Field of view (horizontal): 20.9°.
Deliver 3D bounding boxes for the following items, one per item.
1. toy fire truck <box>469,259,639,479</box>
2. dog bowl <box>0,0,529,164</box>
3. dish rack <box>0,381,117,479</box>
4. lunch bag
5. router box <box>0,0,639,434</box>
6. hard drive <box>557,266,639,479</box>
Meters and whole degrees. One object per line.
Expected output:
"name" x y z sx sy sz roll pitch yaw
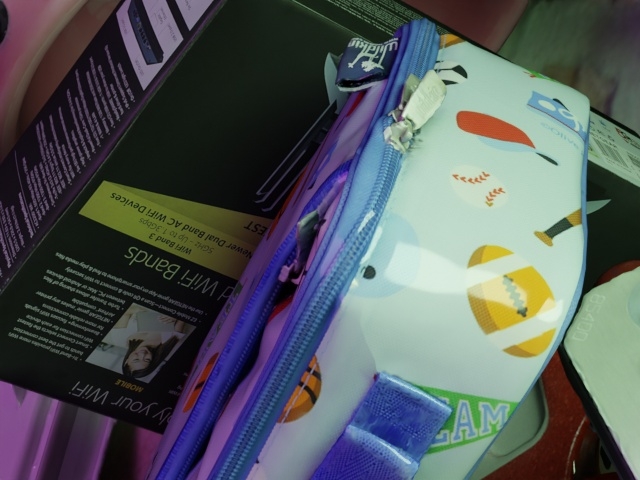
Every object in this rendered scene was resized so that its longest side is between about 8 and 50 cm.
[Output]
"toy fire truck" 0.117 0.139 0.788 0.302 0.169 0.254 -40 40 31
"dog bowl" -0.052 -0.152 0.975 0.408 0.408 0.150 -44 61 28
"dish rack" -0.286 0.206 1.216 0.286 0.072 0.333 -19 41 28
"lunch bag" 0.005 0.062 0.707 0.303 0.115 0.243 -62 2 30
"router box" 0.000 0.000 0.879 0.243 0.309 0.081 -49 38 22
"hard drive" 0.275 0.047 0.586 0.339 0.064 0.237 -25 46 3
